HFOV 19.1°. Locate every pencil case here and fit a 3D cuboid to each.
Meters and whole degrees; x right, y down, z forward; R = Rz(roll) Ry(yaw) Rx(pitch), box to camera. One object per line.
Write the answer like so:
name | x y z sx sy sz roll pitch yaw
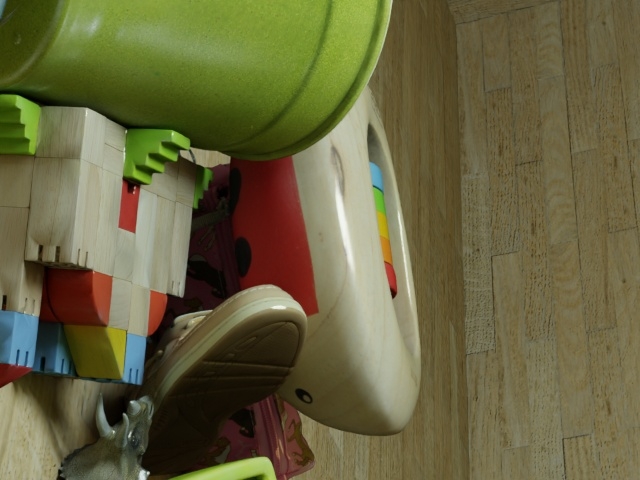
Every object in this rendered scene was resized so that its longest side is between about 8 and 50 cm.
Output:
pencil case | -0.115 0.107 2.189 0.167 0.160 0.386 -24 103 -75

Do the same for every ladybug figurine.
ladybug figurine | 0.000 0.000 2.056 0.305 0.162 0.449 58 23 -63

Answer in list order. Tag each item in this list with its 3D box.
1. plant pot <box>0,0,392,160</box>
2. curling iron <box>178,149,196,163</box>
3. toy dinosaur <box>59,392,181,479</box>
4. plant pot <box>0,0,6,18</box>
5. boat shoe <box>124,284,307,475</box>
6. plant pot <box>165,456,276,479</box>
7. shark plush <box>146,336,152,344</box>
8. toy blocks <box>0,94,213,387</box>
plant pot | -0.181 -0.257 1.827 0.353 0.366 0.366 -3 81 -47
curling iron | -0.158 0.007 2.341 0.068 0.035 0.274 17 62 -73
toy dinosaur | -0.192 0.314 1.899 0.160 0.121 0.313 12 71 -60
plant pot | -0.351 -0.229 1.467 0.248 0.247 0.252 -85 175 -48
boat shoe | -0.126 0.125 1.952 0.122 0.341 0.110 5 57 -31
plant pot | -0.160 0.332 1.709 0.227 0.207 0.228 -8 85 -63
shark plush | -0.214 0.037 2.054 0.073 0.067 0.161 -17 94 -75
toy blocks | -0.228 0.025 1.859 0.381 0.191 0.260 25 69 -71
